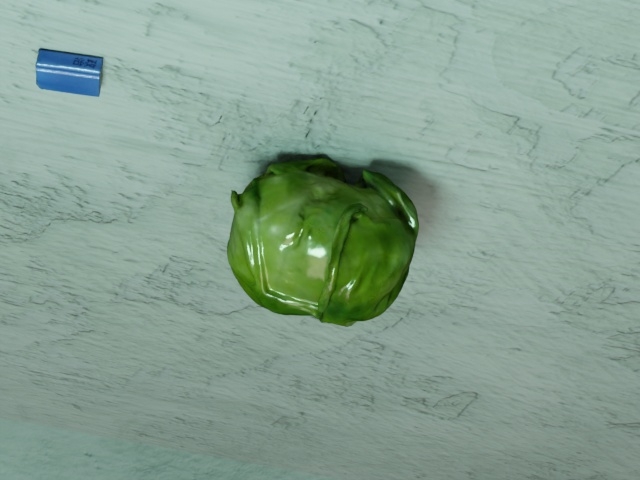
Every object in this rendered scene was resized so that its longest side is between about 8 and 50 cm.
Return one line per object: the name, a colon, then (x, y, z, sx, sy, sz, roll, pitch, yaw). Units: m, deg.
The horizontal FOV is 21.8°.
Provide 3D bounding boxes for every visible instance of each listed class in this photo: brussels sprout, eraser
brussels sprout: (0.001, 0.002, 2.305, 0.259, 0.227, 0.294, 14, -172, 7)
eraser: (-0.326, -0.218, 2.158, 0.084, 0.027, 0.063, 8, 154, -4)
